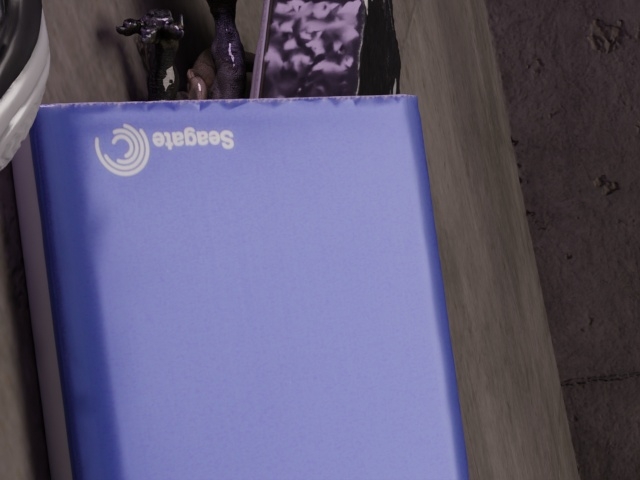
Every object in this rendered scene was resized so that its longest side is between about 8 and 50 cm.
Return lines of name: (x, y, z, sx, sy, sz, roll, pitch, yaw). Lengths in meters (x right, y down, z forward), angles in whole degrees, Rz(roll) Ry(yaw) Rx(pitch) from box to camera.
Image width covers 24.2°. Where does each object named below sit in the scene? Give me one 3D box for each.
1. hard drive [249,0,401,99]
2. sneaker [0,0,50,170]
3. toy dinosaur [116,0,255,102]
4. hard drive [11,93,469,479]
hard drive: (0.000, 0.000, 0.885, 0.237, 0.064, 0.338, 68, 26, -72)
sneaker: (-0.147, -0.151, 0.449, 0.153, 0.101, 0.268, 30, 55, -76)
toy dinosaur: (-0.067, -0.085, 0.829, 0.268, 0.064, 0.118, -79, 169, -55)
hard drive: (-0.023, 0.094, 0.686, 0.210, 0.040, 0.318, -5, 86, -36)
